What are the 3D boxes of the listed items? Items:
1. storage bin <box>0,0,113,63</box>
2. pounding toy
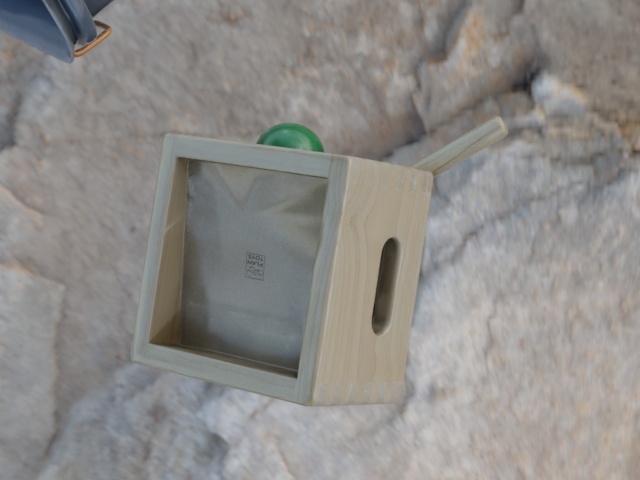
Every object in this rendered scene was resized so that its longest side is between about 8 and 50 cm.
[{"bbox_3d":[-0.099,-0.132,0.609,0.091,0.098,0.135,-37,30,-14],"label":"storage bin"},{"bbox_3d":[0.000,0.000,0.724,0.130,0.100,0.141,10,92,36],"label":"pounding toy"}]
